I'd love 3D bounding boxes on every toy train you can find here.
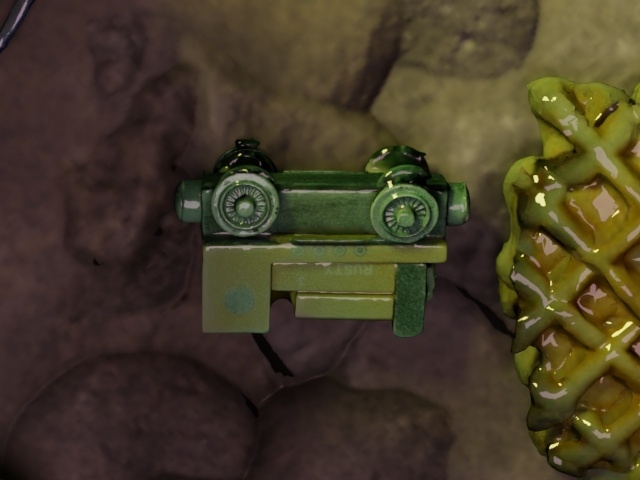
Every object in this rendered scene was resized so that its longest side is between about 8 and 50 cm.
[{"bbox_3d":[0.000,0.000,0.663,0.122,0.050,0.081,2,113,-3],"label":"toy train"}]

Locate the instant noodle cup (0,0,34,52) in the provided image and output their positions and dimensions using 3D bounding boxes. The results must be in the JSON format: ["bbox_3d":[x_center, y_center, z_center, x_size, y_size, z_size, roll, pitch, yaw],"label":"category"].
[{"bbox_3d":[-0.231,-0.115,0.475,0.284,0.312,0.284,-1,108,-2],"label":"instant noodle cup"}]

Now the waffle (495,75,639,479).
[{"bbox_3d":[0.178,0.026,0.674,0.208,0.054,0.214,1,111,1],"label":"waffle"}]

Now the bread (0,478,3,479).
[{"bbox_3d":[-0.213,0.152,0.700,0.207,0.056,0.286,-3,109,2],"label":"bread"}]
